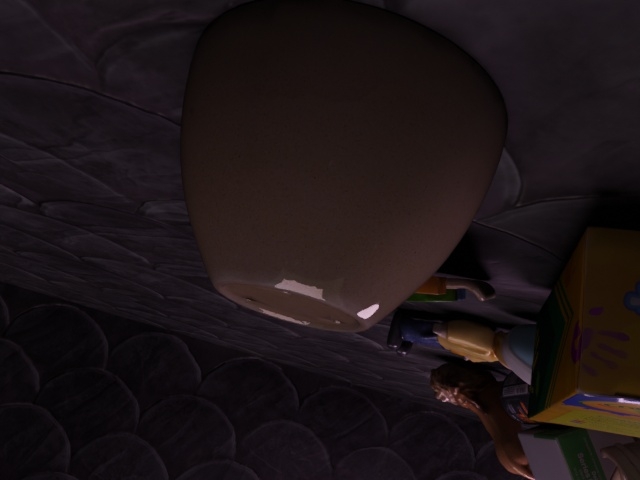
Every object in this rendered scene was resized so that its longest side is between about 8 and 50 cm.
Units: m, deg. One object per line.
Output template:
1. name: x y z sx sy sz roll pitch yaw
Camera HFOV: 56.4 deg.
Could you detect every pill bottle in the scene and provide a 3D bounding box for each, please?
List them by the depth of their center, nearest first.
1. pill bottle: 0.485 0.344 1.331 0.130 0.130 0.246 15 163 1

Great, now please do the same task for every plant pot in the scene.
1. plant pot: 0.000 -0.031 0.510 0.284 0.191 0.284 13 162 5

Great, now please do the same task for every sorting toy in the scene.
1. sorting toy: 0.102 0.064 0.781 0.229 0.041 0.307 3 177 20

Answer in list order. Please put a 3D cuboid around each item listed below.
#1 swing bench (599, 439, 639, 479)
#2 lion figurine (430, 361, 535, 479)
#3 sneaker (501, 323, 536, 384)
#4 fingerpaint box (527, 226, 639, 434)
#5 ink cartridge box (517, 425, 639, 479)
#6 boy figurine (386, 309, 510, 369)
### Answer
1. swing bench: 0.639 0.419 1.027 0.253 0.165 0.255 -16 123 5
2. lion figurine: 0.447 0.452 1.469 0.240 0.142 0.392 13 -156 -32
3. sneaker: 0.467 0.175 0.906 0.366 0.135 0.150 13 133 23
4. fingerpaint box: 0.474 0.137 0.628 0.444 0.163 0.371 6 162 15
5. ink cartridge box: 0.607 0.425 1.270 0.289 0.122 0.211 -16 165 -7
6. boy figurine: 0.280 0.202 1.144 0.285 0.092 0.177 8 158 31
